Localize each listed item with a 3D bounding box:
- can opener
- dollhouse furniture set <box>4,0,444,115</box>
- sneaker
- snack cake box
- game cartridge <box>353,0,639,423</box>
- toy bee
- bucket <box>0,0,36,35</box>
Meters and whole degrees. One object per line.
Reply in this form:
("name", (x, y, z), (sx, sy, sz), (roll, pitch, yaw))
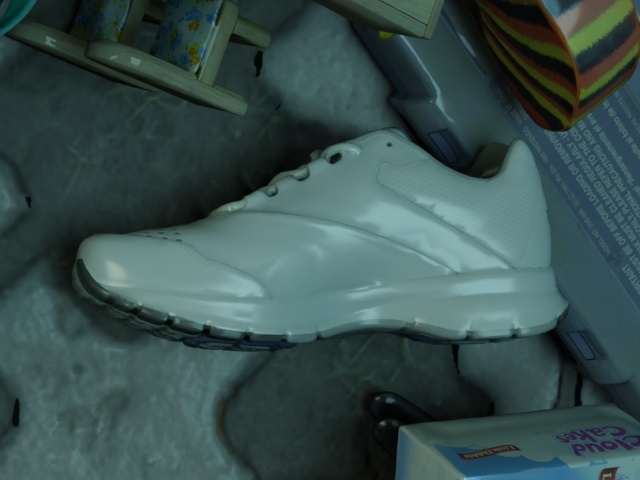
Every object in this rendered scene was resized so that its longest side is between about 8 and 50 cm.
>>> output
("can opener", (0.099, 0.154, 1.221), (0.186, 0.059, 0.073), (38, 105, -20))
("dollhouse furniture set", (-0.065, -0.187, 0.951), (0.161, 0.242, 0.212), (21, 87, -45))
("sneaker", (0.000, 0.000, 1.102), (0.297, 0.111, 0.129), (-2, 88, -22))
("snack cake box", (0.121, 0.241, 1.157), (0.152, 0.089, 0.264), (-3, 107, -23))
("game cartridge", (0.192, -0.071, 1.233), (0.230, 0.068, 0.355), (-42, 113, -14))
("toy bee", (0.086, -0.192, 1.049), (0.298, 0.162, 0.195), (34, 77, -15))
("bucket", (-0.232, -0.197, 0.836), (0.281, 0.183, 0.281), (5, 72, -16))
